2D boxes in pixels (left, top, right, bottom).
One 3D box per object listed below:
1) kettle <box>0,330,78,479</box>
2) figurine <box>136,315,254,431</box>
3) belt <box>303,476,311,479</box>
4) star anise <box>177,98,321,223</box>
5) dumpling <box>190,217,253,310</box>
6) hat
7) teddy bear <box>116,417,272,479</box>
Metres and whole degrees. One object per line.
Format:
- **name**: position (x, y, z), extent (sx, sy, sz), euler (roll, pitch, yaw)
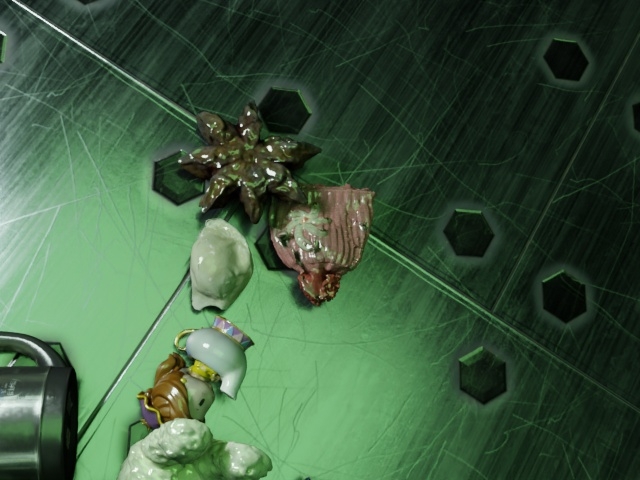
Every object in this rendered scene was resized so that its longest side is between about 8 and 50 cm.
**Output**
- **kettle**: position (-0.626, 0.311, 1.495), extent (0.324, 0.228, 0.320), euler (1, 58, -10)
- **figurine**: position (-0.252, 0.282, 1.620), extent (0.189, 0.142, 0.263), euler (28, 70, 28)
- **belt**: position (-0.012, 0.579, 1.628), extent (0.141, 0.082, 0.190), euler (13, 75, -15)
- **star anise**: position (-0.149, -0.177, 1.760), extent (0.315, 0.108, 0.315), euler (0, 70, 0)
- **dumpling**: position (-0.209, 0.056, 1.699), extent (0.136, 0.118, 0.199), euler (14, 89, -7)
- **hat**: position (0.000, 0.000, 1.761), extent (0.237, 0.107, 0.286), euler (2, 70, 4)
- **teddy bear**: position (-0.295, 0.548, 1.455), extent (0.327, 0.375, 0.362), euler (31, 55, -25)
